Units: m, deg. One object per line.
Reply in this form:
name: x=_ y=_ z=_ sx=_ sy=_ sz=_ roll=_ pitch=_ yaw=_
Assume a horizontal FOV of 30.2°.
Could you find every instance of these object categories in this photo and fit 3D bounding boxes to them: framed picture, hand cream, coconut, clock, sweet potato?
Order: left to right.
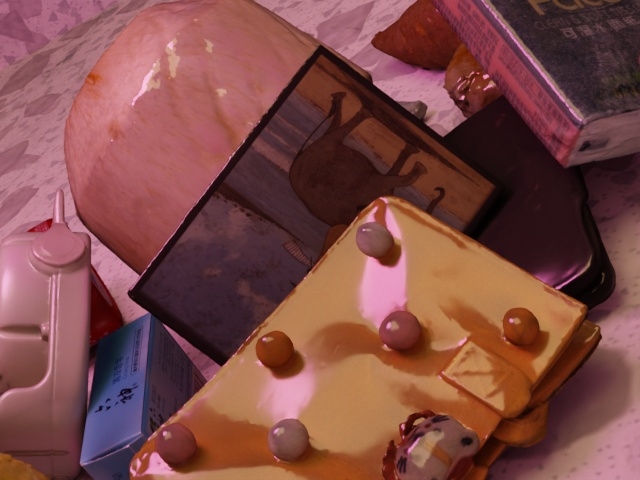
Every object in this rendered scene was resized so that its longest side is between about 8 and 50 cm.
clock: x=-0.327 y=0.111 z=1.402 sx=0.108 sy=0.265 sz=0.324 roll=1 pitch=65 yaw=-11
hand cream: x=-0.376 y=0.074 z=1.665 sx=0.125 sy=0.193 sz=0.193 roll=-33 pitch=28 yaw=-3
coconut: x=-0.103 y=-0.088 z=1.467 sx=0.415 sy=0.415 sz=0.344 roll=-14 pitch=23 yaw=31
framed picture: x=0.000 y=0.000 z=1.271 sx=0.347 sy=0.265 sz=0.016 roll=-52 pitch=2 yaw=-7
sweet potato: x=0.185 y=-0.324 z=1.793 sx=0.336 sy=0.131 sz=0.131 roll=2 pitch=43 yaw=47

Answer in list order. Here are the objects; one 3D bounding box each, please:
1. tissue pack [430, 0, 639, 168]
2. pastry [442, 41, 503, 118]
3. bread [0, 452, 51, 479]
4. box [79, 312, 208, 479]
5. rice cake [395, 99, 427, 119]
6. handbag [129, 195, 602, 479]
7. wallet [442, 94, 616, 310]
tissue pack: x=0.290 y=-0.227 z=1.351 sx=0.228 sy=0.103 sz=0.316 roll=-13 pitch=52 yaw=-25
pastry: x=0.289 y=-0.230 z=1.551 sx=0.257 sy=0.121 sz=0.236 roll=-25 pitch=33 yaw=7
bread: x=-0.380 y=0.371 z=1.059 sx=0.308 sy=0.348 sz=0.348 roll=-22 pitch=28 yaw=38
box: x=-0.184 y=0.203 z=1.309 sx=0.083 sy=0.142 sz=0.232 roll=-27 pitch=29 yaw=11
rice cake: x=0.079 y=-0.189 z=1.786 sx=0.043 sy=0.034 sz=0.211 roll=-38 pitch=26 yaw=-29
handbag: x=0.043 y=0.156 z=1.104 sx=0.401 sy=0.133 sz=0.283 roll=-45 pitch=52 yaw=-15
wallet: x=0.205 y=-0.036 z=1.326 sx=0.197 sy=0.051 sz=0.377 roll=-34 pitch=35 yaw=21
